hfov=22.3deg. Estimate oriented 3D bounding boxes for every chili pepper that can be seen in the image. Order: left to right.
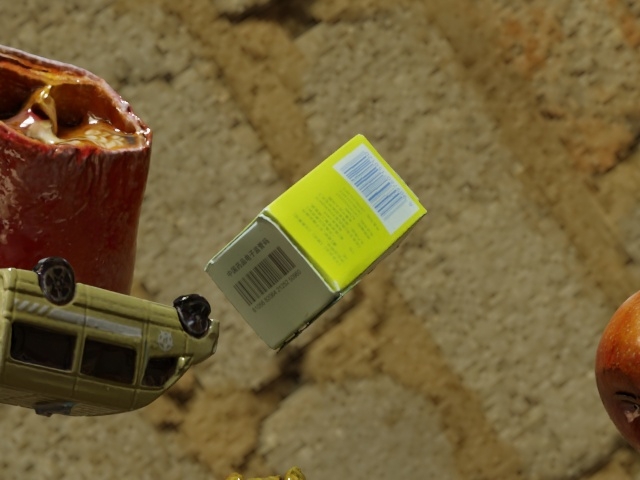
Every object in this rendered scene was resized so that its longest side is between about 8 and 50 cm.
[{"bbox_3d":[-0.316,-0.034,1.803,0.229,0.251,0.305,-98,-158,-57],"label":"chili pepper"}]

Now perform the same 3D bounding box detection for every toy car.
[{"bbox_3d":[-0.204,0.095,1.414,0.101,0.124,0.256,-10,-20,41],"label":"toy car"}]

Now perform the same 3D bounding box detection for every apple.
[{"bbox_3d":[0.413,0.164,1.841,0.235,0.173,0.210,60,-26,14],"label":"apple"}]

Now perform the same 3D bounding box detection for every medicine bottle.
[{"bbox_3d":[0.000,0.000,1.916,0.141,0.250,0.137,50,-51,0],"label":"medicine bottle"}]

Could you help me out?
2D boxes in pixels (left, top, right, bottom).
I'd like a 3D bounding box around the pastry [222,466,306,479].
[{"bbox_3d":[-0.065,0.345,1.801,0.189,0.103,0.189,-1,90,-85],"label":"pastry"}]
